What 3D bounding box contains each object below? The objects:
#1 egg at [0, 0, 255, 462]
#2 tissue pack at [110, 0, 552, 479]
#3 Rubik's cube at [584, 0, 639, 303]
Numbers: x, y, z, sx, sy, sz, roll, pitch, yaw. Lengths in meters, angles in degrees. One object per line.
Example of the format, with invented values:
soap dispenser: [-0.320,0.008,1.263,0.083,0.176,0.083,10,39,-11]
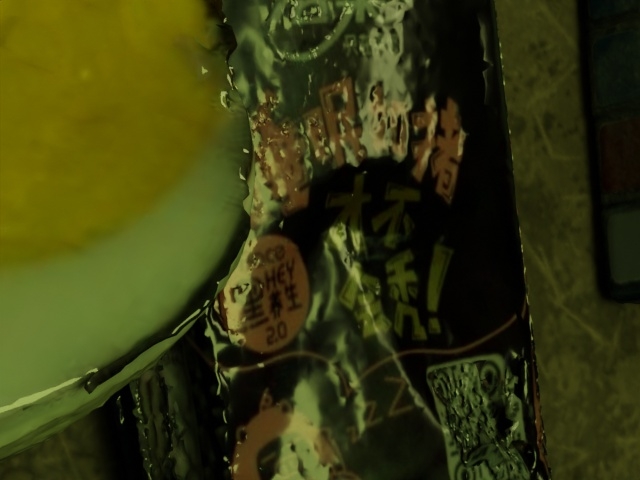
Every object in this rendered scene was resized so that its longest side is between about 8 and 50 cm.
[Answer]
egg: [-0.198,-0.020,0.757,0.337,0.201,0.337,8,53,-10]
tissue pack: [0.000,0.000,0.947,0.245,0.123,0.332,-9,92,-40]
Rubik's cube: [0.354,-0.115,1.100,0.292,0.287,0.293,4,81,-35]
